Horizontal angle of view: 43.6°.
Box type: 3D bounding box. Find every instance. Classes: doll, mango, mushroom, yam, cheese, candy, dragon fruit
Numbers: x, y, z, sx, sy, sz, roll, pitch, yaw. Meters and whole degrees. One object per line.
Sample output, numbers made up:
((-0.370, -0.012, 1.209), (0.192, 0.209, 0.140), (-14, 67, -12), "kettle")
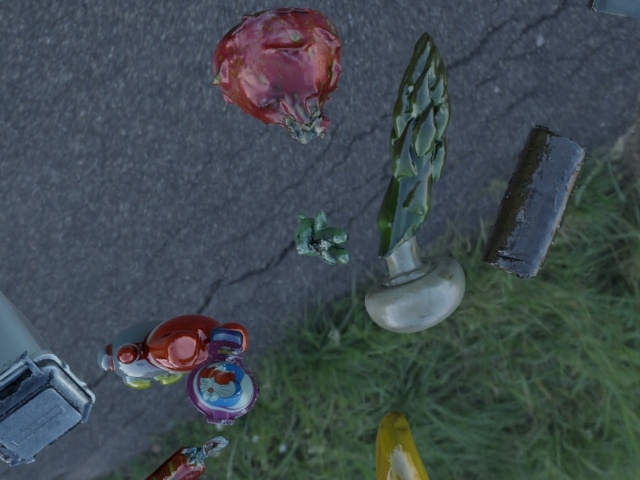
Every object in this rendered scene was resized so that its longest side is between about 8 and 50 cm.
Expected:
((-0.238, 0.171, 1.223), (0.200, 0.105, 0.336), (-7, 174, -34), "doll")
((0.131, 0.373, 1.292), (0.075, 0.190, 0.098), (-12, 174, 24), "mango")
((0.188, 0.083, 1.590), (0.207, 0.206, 0.209), (-5, 122, 0), "mushroom")
((0.406, -0.066, 1.509), (0.131, 0.131, 0.279), (19, 95, -18), "yam")
((-0.126, 0.176, 1.044), (0.095, 0.145, 0.038), (11, 136, -13), "cheese")
((-0.307, 0.495, 1.676), (0.292, 0.059, 0.086), (-43, 147, 19), "candy")
((-0.036, -0.164, 0.853), (0.153, 0.110, 0.153), (-17, 155, -8), "dragon fruit")
((0.000, 0.000, 1.524), (0.078, 0.150, 0.115), (-29, 114, -29), "doll")

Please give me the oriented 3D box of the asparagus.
((0.121, -0.115, 0.996), (0.080, 0.080, 0.287), (5, 92, -8), "asparagus")

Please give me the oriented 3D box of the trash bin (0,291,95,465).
((-0.731, 0.294, 1.849), (0.256, 0.368, 0.296), (-38, 141, -11), "trash bin")

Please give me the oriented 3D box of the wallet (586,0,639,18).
((0.461, -0.426, 1.157), (0.110, 0.031, 0.197), (4, 109, -16), "wallet")
